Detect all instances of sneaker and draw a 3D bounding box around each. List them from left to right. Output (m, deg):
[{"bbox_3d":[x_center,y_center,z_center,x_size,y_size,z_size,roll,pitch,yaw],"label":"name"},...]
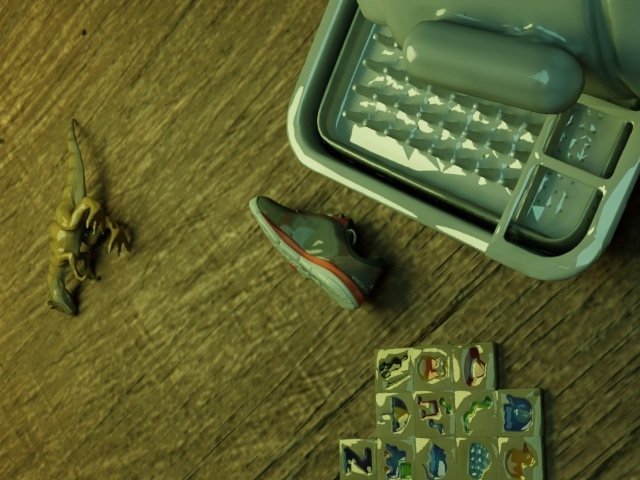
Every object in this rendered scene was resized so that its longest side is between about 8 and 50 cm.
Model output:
[{"bbox_3d":[0.000,0.000,1.130,0.065,0.061,0.158,-44,59,-9],"label":"sneaker"}]

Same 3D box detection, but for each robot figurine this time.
[{"bbox_3d":[0.178,-0.204,0.851,0.353,0.200,0.300,16,61,36],"label":"robot figurine"}]

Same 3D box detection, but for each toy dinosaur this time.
[{"bbox_3d":[-0.258,-0.027,1.293,0.112,0.064,0.212,6,87,36],"label":"toy dinosaur"}]

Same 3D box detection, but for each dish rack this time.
[{"bbox_3d":[0.146,-0.144,1.029,0.333,0.072,0.286,27,100,33],"label":"dish rack"}]

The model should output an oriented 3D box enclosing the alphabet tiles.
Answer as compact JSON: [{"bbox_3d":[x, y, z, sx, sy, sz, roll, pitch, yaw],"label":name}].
[{"bbox_3d":[0.100,0.208,1.053,0.198,0.009,0.237,-7,80,34],"label":"alphabet tiles"}]
